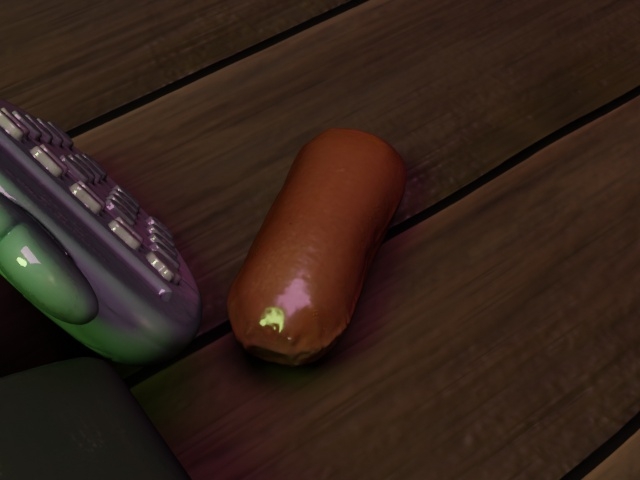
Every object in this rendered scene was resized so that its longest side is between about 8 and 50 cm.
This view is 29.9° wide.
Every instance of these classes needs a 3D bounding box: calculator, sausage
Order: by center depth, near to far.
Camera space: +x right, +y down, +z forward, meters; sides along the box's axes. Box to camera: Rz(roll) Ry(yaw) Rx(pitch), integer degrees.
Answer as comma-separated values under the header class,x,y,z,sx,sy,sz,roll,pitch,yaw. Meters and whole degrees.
class,x,y,z,sx,sy,sz,roll,pitch,yaw
calculator,-0.138,-0.009,0.641,0.184,0.295,0.042,44,94,-7
sausage,0.000,0.000,0.755,0.077,0.077,0.194,18,50,7

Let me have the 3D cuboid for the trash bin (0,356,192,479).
class,x,y,z,sx,sy,sz,roll,pitch,yaw
trash bin,-0.105,0.205,0.500,0.209,0.182,0.290,-21,51,-24
